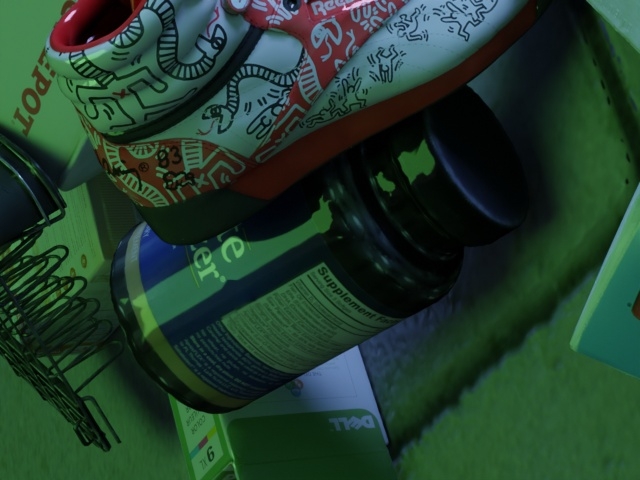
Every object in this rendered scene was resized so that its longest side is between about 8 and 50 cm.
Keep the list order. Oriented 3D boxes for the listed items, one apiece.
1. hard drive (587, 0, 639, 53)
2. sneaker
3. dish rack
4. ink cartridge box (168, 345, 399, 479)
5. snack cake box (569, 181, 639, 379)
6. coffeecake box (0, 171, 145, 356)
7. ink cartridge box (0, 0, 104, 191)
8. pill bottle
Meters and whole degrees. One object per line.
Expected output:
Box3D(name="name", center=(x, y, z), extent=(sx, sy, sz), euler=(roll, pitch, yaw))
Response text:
Box3D(name="hard drive", center=(0.203, -0.235, 0.833), extent=(0.237, 0.064, 0.339), euler=(56, 137, 44))
Box3D(name="sneaker", center=(-0.006, -0.124, 0.980), extent=(0.145, 0.270, 0.090), euler=(57, 177, -33))
Box3D(name="dish rack", center=(-0.222, 0.024, 1.395), extent=(0.208, 0.074, 0.271), euler=(36, 157, 45))
Box3D(name="ink cartridge box", center=(-0.029, 0.098, 1.196), extent=(0.062, 0.109, 0.209), euler=(-52, 48, 48))
Box3D(name="snack cake box", center=(0.192, -0.030, 0.627), extent=(0.152, 0.264, 0.089), euler=(25, 122, 9))
Box3D(name="coffeecake box", center=(-0.185, -0.010, 1.506), extent=(0.185, 0.068, 0.142), euler=(-44, 55, 52))
Box3D(name="ink cartridge box", center=(-0.203, -0.266, 1.294), extent=(0.384, 0.160, 0.279), euler=(48, 138, 11))
Box3D(name="pill bottle", center=(0.000, 0.000, 1.077), extent=(0.219, 0.123, 0.123), euler=(-31, 61, 29))
